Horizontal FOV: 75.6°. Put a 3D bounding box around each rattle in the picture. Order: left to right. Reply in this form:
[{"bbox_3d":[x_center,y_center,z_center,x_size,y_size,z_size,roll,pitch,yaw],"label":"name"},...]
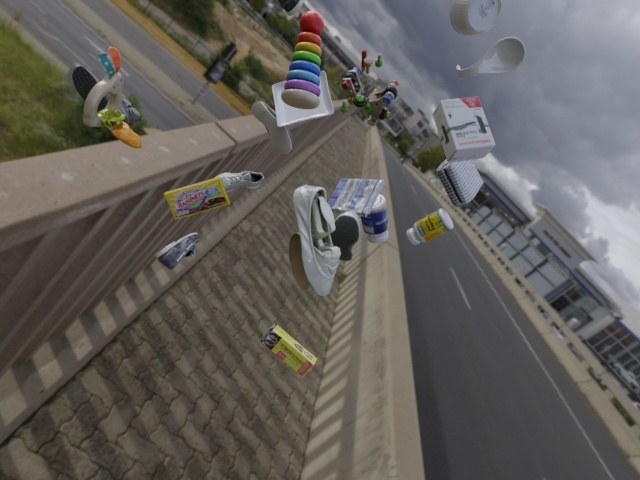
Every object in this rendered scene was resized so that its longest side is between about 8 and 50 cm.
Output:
[{"bbox_3d":[-0.503,-0.357,1.043,0.143,0.199,0.130,36,15,10],"label":"rattle"}]

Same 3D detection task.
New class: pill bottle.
[{"bbox_3d":[0.302,-0.118,2.298,0.153,0.153,0.264,-112,-176,-49],"label":"pill bottle"},{"bbox_3d":[0.538,-0.061,2.046,0.118,0.208,0.117,37,36,-33],"label":"pill bottle"}]

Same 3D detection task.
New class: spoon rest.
[{"bbox_3d":[0.708,-0.748,1.731,0.137,0.277,0.084,56,43,-27],"label":"spoon rest"}]

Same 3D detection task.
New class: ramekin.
[{"bbox_3d":[0.683,-1.004,1.798,0.207,0.207,0.109,35,13,-31],"label":"ramekin"}]

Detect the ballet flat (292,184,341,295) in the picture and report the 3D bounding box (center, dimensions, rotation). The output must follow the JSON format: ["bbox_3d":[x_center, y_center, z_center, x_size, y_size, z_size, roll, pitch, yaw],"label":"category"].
[{"bbox_3d":[0.000,0.000,1.428,0.139,0.139,0.399,-24,103,-71],"label":"ballet flat"}]

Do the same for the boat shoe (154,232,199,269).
[{"bbox_3d":[-0.406,0.032,1.211,0.065,0.075,0.206,54,16,-6],"label":"boat shoe"}]

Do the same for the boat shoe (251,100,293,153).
[{"bbox_3d":[-0.221,-0.571,2.076,0.335,0.112,0.096,54,29,15],"label":"boat shoe"}]

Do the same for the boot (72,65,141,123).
[{"bbox_3d":[-0.795,-0.535,1.545,0.246,0.084,0.161,55,15,-24],"label":"boot"}]

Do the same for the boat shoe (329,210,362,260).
[{"bbox_3d":[0.103,-0.029,1.662,0.320,0.118,0.103,87,16,-59],"label":"boat shoe"}]

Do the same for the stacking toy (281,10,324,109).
[{"bbox_3d":[-0.047,-0.653,1.484,0.141,0.330,0.141,10,0,0],"label":"stacking toy"}]

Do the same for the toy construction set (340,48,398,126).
[{"bbox_3d":[0.222,-0.685,1.922,0.237,0.258,0.308,81,9,-69],"label":"toy construction set"}]

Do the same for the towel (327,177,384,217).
[{"bbox_3d":[0.159,-0.217,2.004,0.285,0.209,0.034,12,-21,46],"label":"towel"}]

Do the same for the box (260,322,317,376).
[{"bbox_3d":[-0.132,0.450,1.697,0.232,0.087,0.058,41,18,3],"label":"box"}]

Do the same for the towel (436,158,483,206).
[{"bbox_3d":[0.747,-0.342,2.232,0.235,0.121,0.284,58,44,-13],"label":"towel"}]

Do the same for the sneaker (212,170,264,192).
[{"bbox_3d":[-0.402,-0.304,2.038,0.263,0.121,0.099,-13,87,-30],"label":"sneaker"}]

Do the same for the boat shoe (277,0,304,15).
[{"bbox_3d":[-0.083,-0.679,1.041,0.079,0.084,0.232,21,58,-39],"label":"boat shoe"}]

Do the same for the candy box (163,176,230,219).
[{"bbox_3d":[-0.441,-0.151,1.482,0.027,0.206,0.105,-115,-171,-67],"label":"candy box"}]

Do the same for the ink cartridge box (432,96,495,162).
[{"bbox_3d":[0.669,-0.521,1.938,0.114,0.197,0.272,108,-28,-72],"label":"ink cartridge box"}]

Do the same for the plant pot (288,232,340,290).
[{"bbox_3d":[-0.017,0.090,2.020,0.191,0.284,0.284,-9,47,-24],"label":"plant pot"}]

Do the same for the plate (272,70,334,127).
[{"bbox_3d":[-0.087,-0.682,2.017,0.045,0.278,0.277,63,16,-65],"label":"plate"}]
